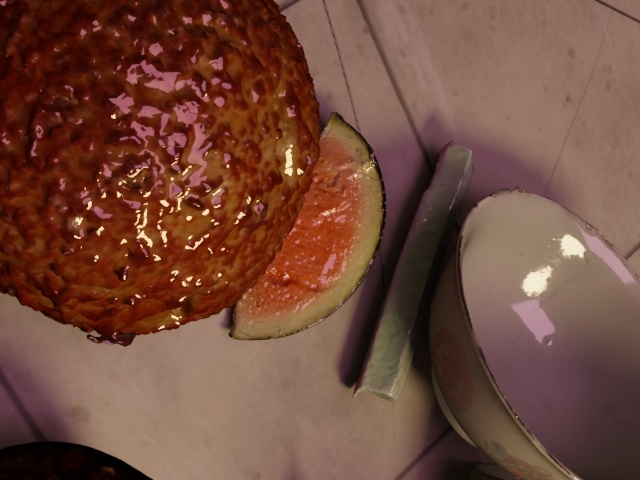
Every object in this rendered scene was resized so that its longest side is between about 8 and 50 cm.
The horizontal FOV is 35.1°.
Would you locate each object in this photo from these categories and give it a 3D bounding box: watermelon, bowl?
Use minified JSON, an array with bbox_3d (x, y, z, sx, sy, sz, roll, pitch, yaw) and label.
[{"bbox_3d":[-0.003,-0.001,0.990,0.119,0.063,0.245,27,81,-15],"label":"watermelon"},{"bbox_3d":[0.220,0.132,1.062,0.346,0.157,0.345,24,48,-29],"label":"bowl"}]

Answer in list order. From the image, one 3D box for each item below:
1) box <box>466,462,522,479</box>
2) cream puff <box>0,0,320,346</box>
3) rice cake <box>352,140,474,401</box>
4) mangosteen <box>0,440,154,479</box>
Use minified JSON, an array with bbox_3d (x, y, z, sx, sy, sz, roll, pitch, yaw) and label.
[{"bbox_3d":[0.258,0.339,1.086,0.226,0.226,0.149,15,84,-35],"label":"box"},{"bbox_3d":[-0.135,-0.088,0.783,0.350,0.229,0.350,-1,91,-38],"label":"cream puff"},{"bbox_3d":[0.102,0.037,1.073,0.290,0.051,0.081,-70,158,-10],"label":"rice cake"},{"bbox_3d":[-0.206,0.289,0.766,0.236,0.235,0.261,-4,122,-36],"label":"mangosteen"}]
